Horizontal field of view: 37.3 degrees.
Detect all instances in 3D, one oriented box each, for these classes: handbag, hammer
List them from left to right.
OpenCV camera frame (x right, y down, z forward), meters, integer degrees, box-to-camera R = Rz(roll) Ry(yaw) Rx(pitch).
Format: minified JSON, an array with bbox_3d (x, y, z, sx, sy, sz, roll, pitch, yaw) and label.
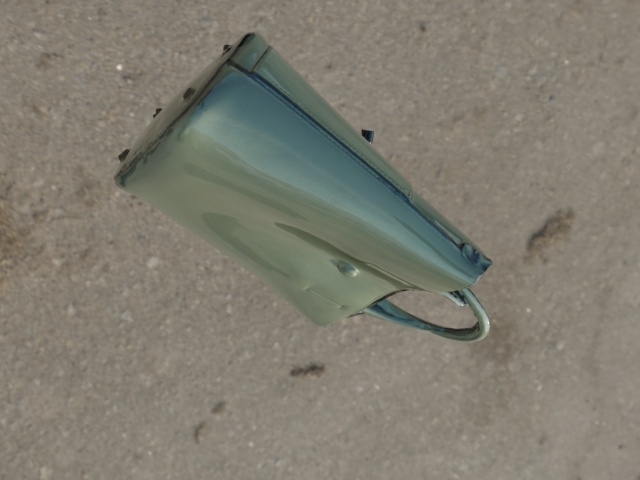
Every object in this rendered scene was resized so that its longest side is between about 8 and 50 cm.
[{"bbox_3d":[0.000,0.000,0.735,0.315,0.241,0.109,44,62,-14],"label":"handbag"},{"bbox_3d":[0.060,-0.133,1.397,0.021,0.178,0.065,10,97,6],"label":"hammer"}]
